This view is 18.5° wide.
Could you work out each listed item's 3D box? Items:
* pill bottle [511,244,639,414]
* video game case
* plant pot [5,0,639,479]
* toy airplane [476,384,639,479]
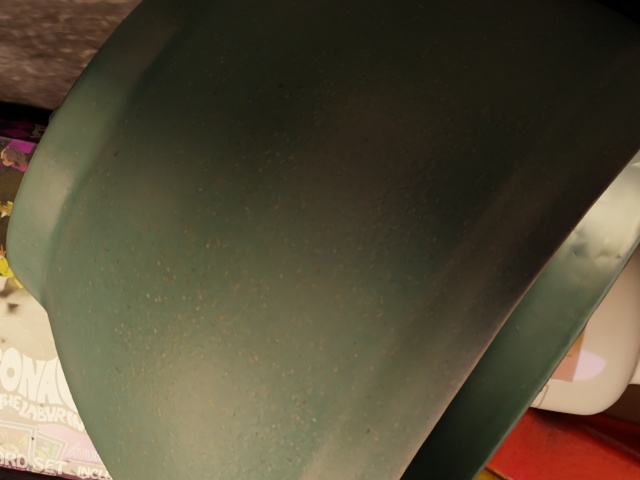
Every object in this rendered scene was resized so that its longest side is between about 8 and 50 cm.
[{"bbox_3d":[0.107,0.018,0.987,0.229,0.131,0.131,10,164,0],"label":"pill bottle"},{"bbox_3d":[-0.152,0.036,1.121,0.232,0.210,0.042,10,-156,1],"label":"video game case"},{"bbox_3d":[0.000,0.000,0.792,0.196,0.293,0.293,35,168,11],"label":"plant pot"},{"bbox_3d":[0.101,0.204,1.377,0.386,0.272,0.384,3,167,15],"label":"toy airplane"}]
